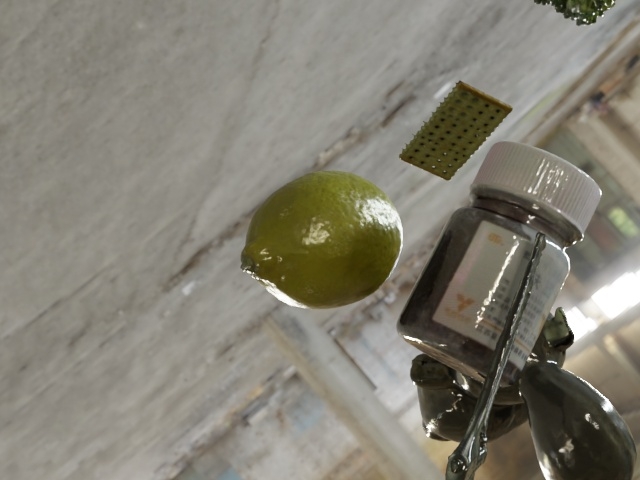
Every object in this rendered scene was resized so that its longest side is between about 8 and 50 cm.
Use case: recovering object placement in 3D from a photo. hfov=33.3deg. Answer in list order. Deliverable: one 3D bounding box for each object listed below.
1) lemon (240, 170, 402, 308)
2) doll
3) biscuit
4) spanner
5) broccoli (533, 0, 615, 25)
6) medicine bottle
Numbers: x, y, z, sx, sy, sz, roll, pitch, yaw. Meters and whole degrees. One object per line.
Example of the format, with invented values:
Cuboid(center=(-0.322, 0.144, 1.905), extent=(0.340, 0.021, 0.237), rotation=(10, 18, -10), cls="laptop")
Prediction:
Cuboid(center=(0.000, 0.000, 1.383), extent=(0.248, 0.184, 0.184), rotation=(-6, 150, -42), cls="lemon")
Cuboid(center=(0.278, 0.257, 1.612), extent=(0.252, 0.378, 0.382), rotation=(-16, 150, -5), cls="doll")
Cuboid(center=(0.270, -0.217, 2.173), extent=(0.231, 0.139, 0.016), rotation=(-50, -153, 40), cls="biscuit")
Cuboid(center=(0.195, 0.142, 1.187), extent=(0.325, 0.026, 0.093), rotation=(-70, 158, -12), cls="spanner")
Cuboid(center=(0.467, -0.552, 1.877), extent=(0.338, 0.277, 0.317), rotation=(-57, 166, 26), cls="broccoli")
Cuboid(center=(0.221, 0.029, 1.319), extent=(0.273, 0.165, 0.165), rotation=(-61, 175, -7), cls="medicine bottle")
